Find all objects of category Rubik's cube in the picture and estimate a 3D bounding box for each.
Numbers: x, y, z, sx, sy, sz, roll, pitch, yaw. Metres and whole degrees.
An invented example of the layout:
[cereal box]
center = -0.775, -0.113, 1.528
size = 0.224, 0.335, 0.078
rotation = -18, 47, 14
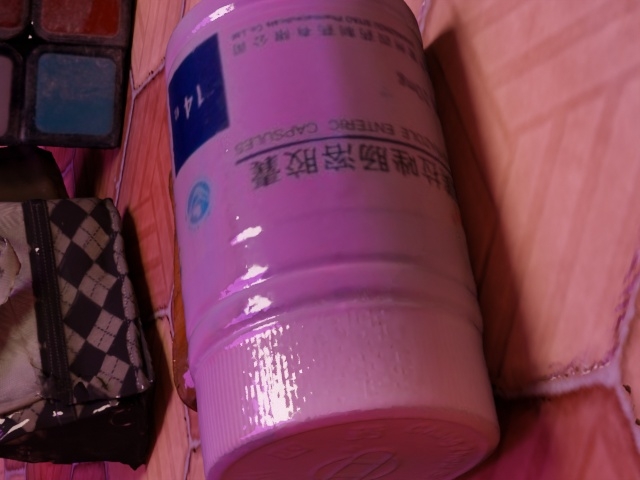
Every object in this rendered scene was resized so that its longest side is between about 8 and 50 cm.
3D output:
[Rubik's cube]
center = -0.425, -0.292, 1.407
size = 0.362, 0.363, 0.359
rotation = 17, 103, 60

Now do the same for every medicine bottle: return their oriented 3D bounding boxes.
[medicine bottle]
center = 0.000, 0.000, 0.646
size = 0.152, 0.152, 0.254
rotation = 128, 140, -51

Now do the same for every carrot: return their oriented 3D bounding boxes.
[carrot]
center = -0.095, 0.027, 0.974
size = 0.059, 0.059, 0.248
rotation = 122, 147, -46

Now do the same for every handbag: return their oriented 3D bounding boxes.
[handbag]
center = -0.382, 0.109, 1.163
size = 0.317, 0.415, 0.180
rotation = -112, 26, -45

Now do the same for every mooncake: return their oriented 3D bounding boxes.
[mooncake]
center = -0.356, -0.004, 1.450
size = 0.228, 0.124, 0.228
rotation = 170, 90, -71
